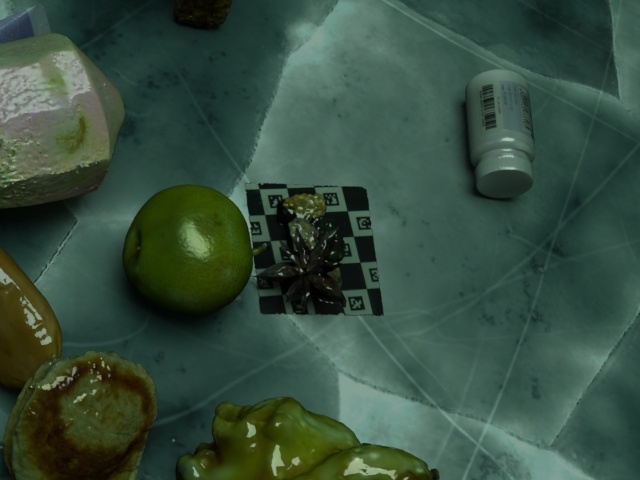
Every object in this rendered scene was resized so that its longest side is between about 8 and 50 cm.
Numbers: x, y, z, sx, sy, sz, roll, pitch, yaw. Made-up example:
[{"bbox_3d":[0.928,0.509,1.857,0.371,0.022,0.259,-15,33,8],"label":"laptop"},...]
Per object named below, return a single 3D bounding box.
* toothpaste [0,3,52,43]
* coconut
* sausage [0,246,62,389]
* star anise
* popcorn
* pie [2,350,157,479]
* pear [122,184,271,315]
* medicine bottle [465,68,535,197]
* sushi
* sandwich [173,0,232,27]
[{"bbox_3d":[-0.524,-0.205,1.719,0.371,0.080,0.125,-25,117,-26],"label":"toothpaste"},{"bbox_3d":[-0.377,-0.151,1.660,0.245,0.233,0.233,-16,69,-21],"label":"coconut"},{"bbox_3d":[-0.450,0.048,1.587,0.134,0.116,0.354,-42,87,7],"label":"sausage"},{"bbox_3d":[-0.031,0.043,1.750,0.129,0.056,0.124,-5,96,15],"label":"star anise"},{"bbox_3d":[-0.030,0.329,1.517,0.290,0.321,0.326,27,38,16],"label":"popcorn"},{"bbox_3d":[-0.287,0.233,1.536,0.179,0.084,0.205,17,94,-26],"label":"pie"},{"bbox_3d":[-0.156,0.018,1.702,0.216,0.166,0.180,12,43,-39],"label":"pear"},{"bbox_3d":[0.282,-0.167,1.982,0.103,0.103,0.186,8,59,-16],"label":"medicine bottle"},{"bbox_3d":[0.000,0.000,1.820,0.192,0.050,0.215,2,62,-19],"label":"sushi"},{"bbox_3d":[-0.162,-0.499,1.920,0.100,0.254,0.288,5,58,-9],"label":"sandwich"}]
